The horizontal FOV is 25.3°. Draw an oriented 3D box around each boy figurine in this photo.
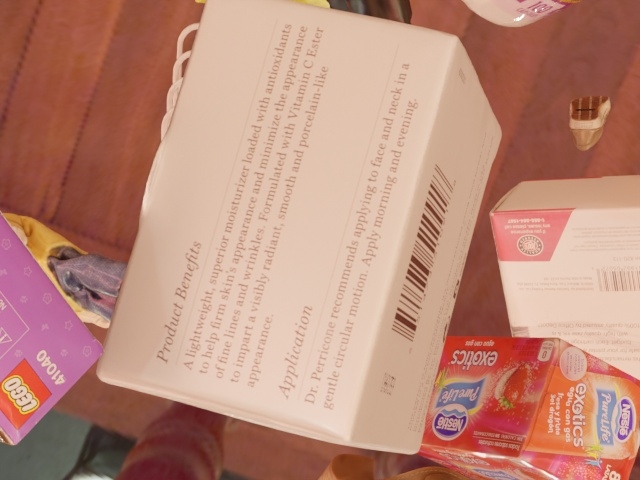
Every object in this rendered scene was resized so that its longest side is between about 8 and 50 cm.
[{"bbox_3d":[-0.274,0.032,1.387,0.285,0.177,0.092,11,66,26],"label":"boy figurine"}]

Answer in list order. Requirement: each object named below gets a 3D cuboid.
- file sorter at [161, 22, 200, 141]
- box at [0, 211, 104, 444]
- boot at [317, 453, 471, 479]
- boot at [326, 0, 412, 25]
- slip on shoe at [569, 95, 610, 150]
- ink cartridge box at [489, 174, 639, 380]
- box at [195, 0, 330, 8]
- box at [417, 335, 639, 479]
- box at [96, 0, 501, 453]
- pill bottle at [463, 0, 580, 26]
[{"bbox_3d":[-0.091,-0.107,1.634,0.173,0.278,0.193,4,124,-2],"label":"file sorter"},{"bbox_3d":[-0.241,-0.020,0.597,0.057,0.293,0.201,-48,121,-30],"label":"box"},{"bbox_3d":[0.101,0.413,1.961,0.283,0.109,0.220,14,129,-12],"label":"boot"},{"bbox_3d":[0.033,-0.154,0.780,0.045,0.121,0.099,-33,136,-18],"label":"boot"},{"bbox_3d":[0.345,-0.153,1.827,0.051,0.135,0.041,-1,111,14],"label":"slip on shoe"},{"bbox_3d":[0.339,0.073,1.729,0.207,0.117,0.283,-2,112,29],"label":"ink cartridge box"},{"bbox_3d":[-0.057,-0.290,1.508,0.058,0.232,0.087,-18,83,31],"label":"box"},{"bbox_3d":[0.189,0.172,1.408,0.128,0.257,0.123,26,76,-24],"label":"box"},{"bbox_3d":[0.000,0.000,0.678,0.119,0.182,0.181,14,84,15],"label":"box"},{"bbox_3d":[0.230,-0.282,1.027,0.301,0.169,0.169,-21,100,38],"label":"pill bottle"}]
